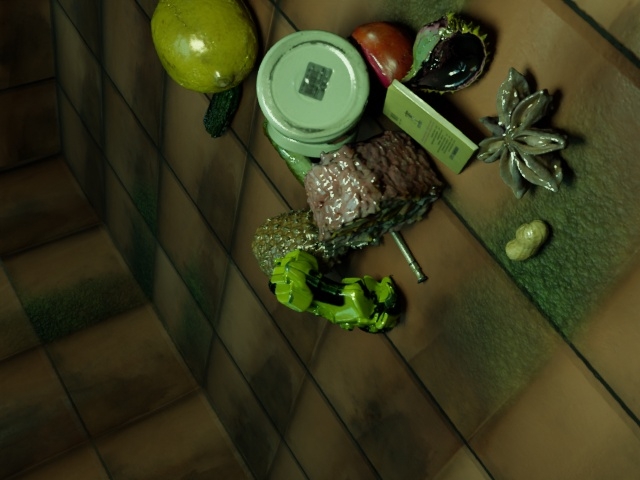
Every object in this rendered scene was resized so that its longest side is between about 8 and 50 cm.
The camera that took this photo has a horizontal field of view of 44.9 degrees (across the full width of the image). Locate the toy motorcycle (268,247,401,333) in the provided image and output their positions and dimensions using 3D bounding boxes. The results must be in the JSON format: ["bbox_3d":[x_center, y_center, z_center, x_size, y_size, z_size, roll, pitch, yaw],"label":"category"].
[{"bbox_3d":[0.050,0.133,1.787,0.206,0.342,0.142,-46,29,44],"label":"toy motorcycle"}]

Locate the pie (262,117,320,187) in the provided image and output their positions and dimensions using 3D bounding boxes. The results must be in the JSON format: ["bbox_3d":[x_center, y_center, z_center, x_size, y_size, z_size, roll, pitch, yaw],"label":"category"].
[{"bbox_3d":[-0.047,-0.185,1.796,0.277,0.079,0.277,58,-174,-10],"label":"pie"}]

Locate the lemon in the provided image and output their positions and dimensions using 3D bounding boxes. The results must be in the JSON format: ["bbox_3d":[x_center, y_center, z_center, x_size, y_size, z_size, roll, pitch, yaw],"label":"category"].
[{"bbox_3d":[-0.282,-0.495,1.904,0.310,0.258,0.258,61,152,24],"label":"lemon"}]

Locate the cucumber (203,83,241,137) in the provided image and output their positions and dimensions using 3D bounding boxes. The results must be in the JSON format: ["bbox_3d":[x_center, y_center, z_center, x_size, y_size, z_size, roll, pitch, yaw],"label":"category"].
[{"bbox_3d":[-0.267,-0.382,2.150,0.077,0.077,0.265,61,150,11],"label":"cucumber"}]

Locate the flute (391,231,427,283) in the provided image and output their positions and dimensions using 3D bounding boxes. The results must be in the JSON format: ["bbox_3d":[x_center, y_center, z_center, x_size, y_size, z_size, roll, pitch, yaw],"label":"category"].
[{"bbox_3d":[0.169,-0.009,1.719,0.233,0.027,0.027,60,151,12],"label":"flute"}]

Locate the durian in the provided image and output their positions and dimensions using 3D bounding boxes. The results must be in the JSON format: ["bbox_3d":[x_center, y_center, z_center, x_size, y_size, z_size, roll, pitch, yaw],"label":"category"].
[{"bbox_3d":[0.228,-0.337,1.341,0.186,0.119,0.108,131,150,-56],"label":"durian"}]

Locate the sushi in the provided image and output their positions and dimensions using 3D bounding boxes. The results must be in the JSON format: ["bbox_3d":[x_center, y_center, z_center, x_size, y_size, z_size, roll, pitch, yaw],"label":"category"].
[{"bbox_3d":[0.090,-0.100,1.537,0.236,0.270,0.170,-43,68,47],"label":"sushi"}]

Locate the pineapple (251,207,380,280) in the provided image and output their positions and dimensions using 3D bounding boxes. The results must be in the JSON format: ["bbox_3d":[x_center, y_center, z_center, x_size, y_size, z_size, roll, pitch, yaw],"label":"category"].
[{"bbox_3d":[0.000,0.000,1.885,0.362,0.202,0.201,-18,94,43],"label":"pineapple"}]

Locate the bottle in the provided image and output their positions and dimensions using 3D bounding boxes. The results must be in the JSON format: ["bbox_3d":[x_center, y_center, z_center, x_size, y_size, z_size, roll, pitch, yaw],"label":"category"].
[{"bbox_3d":[-0.012,-0.283,1.569,0.351,0.229,0.229,-77,-34,-87],"label":"bottle"}]

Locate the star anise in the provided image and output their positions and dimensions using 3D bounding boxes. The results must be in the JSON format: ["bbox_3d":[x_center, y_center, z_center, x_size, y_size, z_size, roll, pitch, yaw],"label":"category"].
[{"bbox_3d":[0.338,-0.161,1.272,0.196,0.073,0.212,60,154,20],"label":"star anise"}]

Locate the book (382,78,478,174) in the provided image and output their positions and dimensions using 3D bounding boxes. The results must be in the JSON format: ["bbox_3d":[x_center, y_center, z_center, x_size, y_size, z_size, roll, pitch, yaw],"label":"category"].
[{"bbox_3d":[0.195,-0.204,1.419,0.192,0.013,0.168,41,172,6],"label":"book"}]

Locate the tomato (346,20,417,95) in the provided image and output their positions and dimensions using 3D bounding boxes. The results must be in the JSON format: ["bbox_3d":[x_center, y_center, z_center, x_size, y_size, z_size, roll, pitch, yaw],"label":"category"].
[{"bbox_3d":[0.137,-0.347,1.468,0.173,0.099,0.189,51,-173,2],"label":"tomato"}]

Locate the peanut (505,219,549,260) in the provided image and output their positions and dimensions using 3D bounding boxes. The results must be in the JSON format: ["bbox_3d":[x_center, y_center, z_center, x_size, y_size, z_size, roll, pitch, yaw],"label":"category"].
[{"bbox_3d":[0.364,0.002,1.370,0.054,0.054,0.113,56,150,20],"label":"peanut"}]
